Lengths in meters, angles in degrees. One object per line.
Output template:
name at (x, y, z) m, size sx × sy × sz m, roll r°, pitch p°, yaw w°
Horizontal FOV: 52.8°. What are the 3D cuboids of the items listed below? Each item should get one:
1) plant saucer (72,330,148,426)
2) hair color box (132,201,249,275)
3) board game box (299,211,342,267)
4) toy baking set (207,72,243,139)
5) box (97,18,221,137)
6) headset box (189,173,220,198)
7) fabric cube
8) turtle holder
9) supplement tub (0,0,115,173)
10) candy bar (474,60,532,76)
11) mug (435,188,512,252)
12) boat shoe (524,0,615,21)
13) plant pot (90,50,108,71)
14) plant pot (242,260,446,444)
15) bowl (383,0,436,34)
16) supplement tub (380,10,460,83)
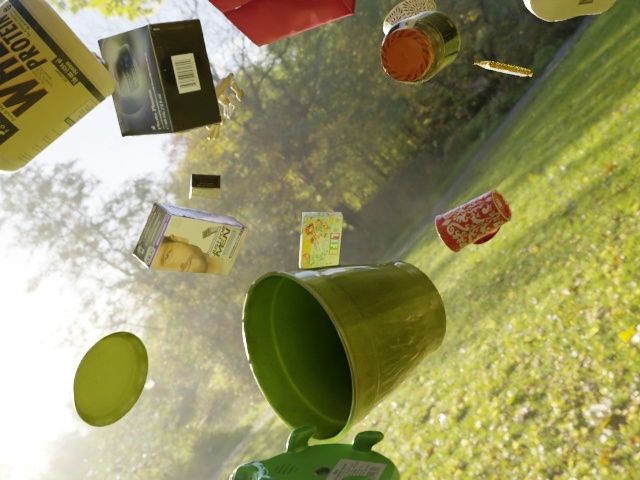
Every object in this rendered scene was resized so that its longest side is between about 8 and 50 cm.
plant saucer at (-0.528, 0.340, 1.606) m, size 0.241 × 0.037 × 0.240 m, roll -28°, pitch -57°, yaw -55°
hair color box at (-0.405, 0.002, 2.055) m, size 0.339 × 0.110 × 0.185 m, roll 10°, pitch -71°, yaw -52°
board game box at (0.000, 0.000, 1.693) m, size 0.026 × 0.104 × 0.154 m, roll -109°, pitch 21°, yaw -61°
toy baking set at (-0.313, -0.432, 2.045) m, size 0.196 × 0.030 × 0.256 m, roll 103°, pitch -168°, yaw -57°
box at (-0.469, -0.459, 1.864) m, size 0.294 × 0.296 × 0.183 m, roll 6°, pitch 22°, yaw 45°
headset box at (-0.248, -0.118, 1.388) m, size 0.083 × 0.062 × 0.032 m, roll 139°, pitch 131°, yaw -71°
fabric cube at (-0.086, -0.603, 1.333) m, size 0.258 × 0.259 × 0.254 m, roll -7°, pitch 64°, yaw 35°
turtle holder at (-0.018, 0.472, 1.097) m, size 0.321 × 0.227 × 0.243 m, roll -8°, pitch 9°, yaw -5°
supplement tub at (-0.574, -0.273, 1.188) m, size 0.325 × 0.235 × 0.235 m, roll -42°, pitch 0°, yaw -5°
candy bar at (0.439, -0.410, 1.535) m, size 0.040 × 0.162 × 0.018 m, roll 26°, pitch 110°, yaw 58°
mug at (0.411, -0.056, 1.691) m, size 0.169 × 0.113 × 0.150 m, roll -33°, pitch -17°, yaw 35°
boat shoe at (0.567, -0.587, 1.504) m, size 0.301 × 0.102 × 0.108 m, roll -16°, pitch -43°, yaw -29°
plant pot at (-0.561, -0.411, 1.560) m, size 0.083 × 0.081 × 0.081 m, roll -46°, pitch 8°, yaw 13°
plant pot at (0.079, 0.200, 1.413) m, size 0.353 × 0.366 × 0.366 m, roll -17°, pitch -21°, yaw -37°
bowl at (0.283, -0.637, 1.933) m, size 0.170 × 0.080 × 0.170 m, roll -16°, pitch -25°, yaw -8°
supplement tub at (0.185, -0.358, 1.199) m, size 0.117 × 0.117 × 0.190 m, roll -50°, pitch -3°, yaw 34°
